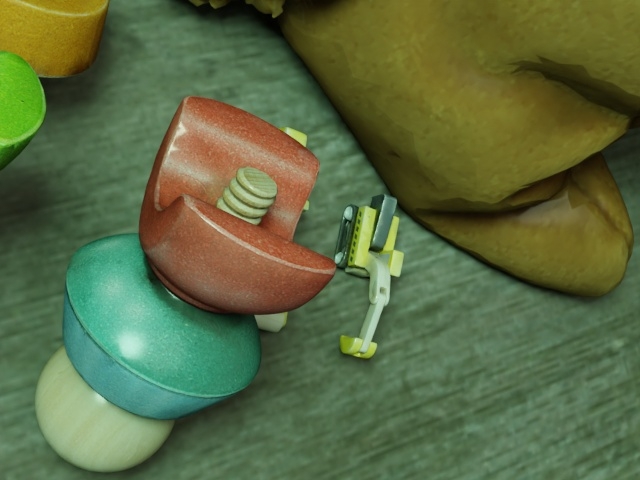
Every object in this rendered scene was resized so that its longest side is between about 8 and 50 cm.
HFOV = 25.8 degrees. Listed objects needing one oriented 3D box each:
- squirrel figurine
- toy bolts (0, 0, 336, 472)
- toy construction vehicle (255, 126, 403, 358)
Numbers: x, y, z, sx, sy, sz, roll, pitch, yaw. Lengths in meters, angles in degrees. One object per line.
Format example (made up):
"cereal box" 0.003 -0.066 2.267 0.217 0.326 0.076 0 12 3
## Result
"squirrel figurine" 0.124 -0.173 0.577 0.397 0.370 0.281 21 72 -28
"toy bolts" -0.125 -0.009 0.565 0.228 0.158 0.218 27 28 -16
"toy construction vehicle" 0.000 0.000 0.670 0.086 0.035 0.098 22 71 -28
